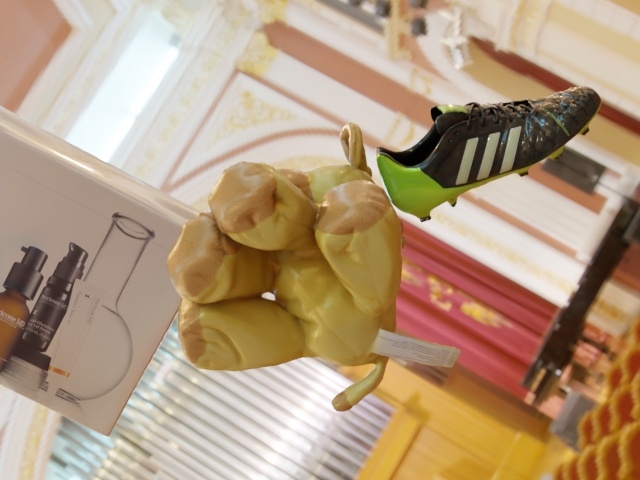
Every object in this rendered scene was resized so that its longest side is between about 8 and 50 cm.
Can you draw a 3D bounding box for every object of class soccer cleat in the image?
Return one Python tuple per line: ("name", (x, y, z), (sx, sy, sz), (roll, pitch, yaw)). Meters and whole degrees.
("soccer cleat", (0.127, -0.080, 0.810), (0.178, 0.072, 0.060), (-27, 23, 7))

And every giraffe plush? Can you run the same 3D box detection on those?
("giraffe plush", (0.000, 0.000, 0.780), (0.181, 0.210, 0.170), (-52, 21, 30))

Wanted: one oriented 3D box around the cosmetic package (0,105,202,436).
("cosmetic package", (-0.347, 0.021, 1.240), (0.284, 0.377, 0.097), (-60, 9, 14))
